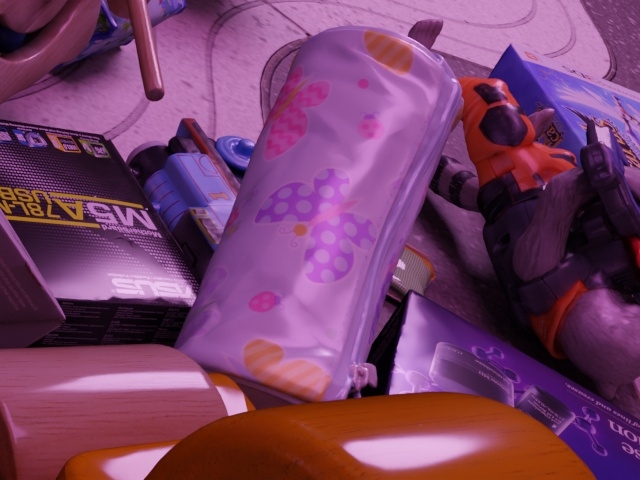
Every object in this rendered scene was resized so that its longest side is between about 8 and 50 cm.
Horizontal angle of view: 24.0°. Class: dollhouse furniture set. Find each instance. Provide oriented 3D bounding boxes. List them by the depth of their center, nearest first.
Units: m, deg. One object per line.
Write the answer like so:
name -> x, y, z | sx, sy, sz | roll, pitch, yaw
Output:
dollhouse furniture set -> 0.031, -0.015, 1.157 | 0.151, 0.059, 0.076 | 30, 26, -2

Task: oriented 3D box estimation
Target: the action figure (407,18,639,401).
action figure -> 0.201, 0.002, 1.275 | 0.341, 0.178, 0.330 | 48, 14, -47

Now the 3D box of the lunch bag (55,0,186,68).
lunch bag -> -0.198, -0.223, 1.195 | 0.151, 0.096, 0.129 | 63, 26, -6

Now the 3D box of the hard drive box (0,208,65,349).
hard drive box -> -0.241, -0.058, 0.762 | 0.232, 0.089, 0.181 | 52, -11, 39

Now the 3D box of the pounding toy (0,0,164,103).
pounding toy -> -0.166, -0.178, 0.987 | 0.154, 0.154, 0.269 | 23, 33, 12

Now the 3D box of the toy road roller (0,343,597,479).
toy road roller -> -0.034, 0.127, 0.620 | 0.202, 0.241, 0.329 | 1, 39, -47

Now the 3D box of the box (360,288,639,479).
box -> 0.133, 0.166, 0.904 | 0.261, 0.103, 0.184 | 30, 28, -5

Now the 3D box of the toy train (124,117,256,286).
toy train -> -0.068, -0.011, 1.023 | 0.105, 0.080, 0.184 | 2, 38, -37

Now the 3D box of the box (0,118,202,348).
box -> -0.182, -0.008, 0.927 | 0.190, 0.045, 0.184 | 7, 33, -40

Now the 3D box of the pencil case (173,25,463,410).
pencil case -> 0.000, 0.000, 0.895 | 0.113, 0.124, 0.273 | 40, 53, -29

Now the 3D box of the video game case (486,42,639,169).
video game case -> 0.331, -0.090, 1.622 | 0.244, 0.061, 0.269 | 15, 30, -29
